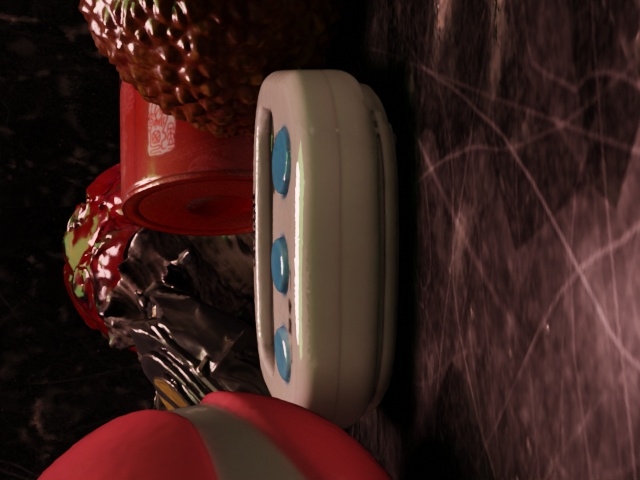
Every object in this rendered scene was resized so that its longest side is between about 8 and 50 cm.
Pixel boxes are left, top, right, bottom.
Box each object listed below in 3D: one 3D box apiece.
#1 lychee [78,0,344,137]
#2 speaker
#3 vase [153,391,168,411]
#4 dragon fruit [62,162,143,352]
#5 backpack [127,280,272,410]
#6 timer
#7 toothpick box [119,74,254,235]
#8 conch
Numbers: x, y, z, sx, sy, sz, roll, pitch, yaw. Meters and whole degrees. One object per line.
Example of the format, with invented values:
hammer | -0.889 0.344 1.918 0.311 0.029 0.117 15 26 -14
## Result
lychee | -0.089 -0.211 0.995 0.271 0.235 0.236 85 177 -47
speaker | -0.071 0.244 0.723 0.294 0.294 0.294 179 90 -82
vase | -0.113 0.197 1.395 0.059 0.167 0.059 -170 90 -88
dragon fruit | -0.232 0.025 1.739 0.329 0.329 0.329 179 90 -82
backpack | -0.094 0.141 1.156 0.133 0.258 0.206 -47 -17 -24
timer | 0.000 0.000 0.878 0.237 0.087 0.262 -137 47 -78
toothpick box | -0.112 -0.191 1.228 0.204 0.204 0.333 116 151 -72
conch | -0.136 0.045 1.376 0.313 0.186 0.241 -11 -87 -60
